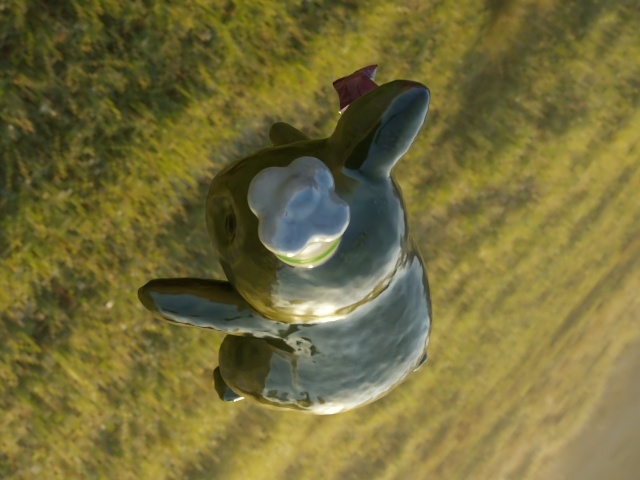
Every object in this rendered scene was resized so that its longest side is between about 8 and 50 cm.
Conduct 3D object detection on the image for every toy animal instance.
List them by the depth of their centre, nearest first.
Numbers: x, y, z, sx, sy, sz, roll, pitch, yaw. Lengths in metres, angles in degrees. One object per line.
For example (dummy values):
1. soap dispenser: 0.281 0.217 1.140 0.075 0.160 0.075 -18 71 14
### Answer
1. toy animal: -0.015 -0.003 0.820 0.181 0.180 0.363 -60 158 -24

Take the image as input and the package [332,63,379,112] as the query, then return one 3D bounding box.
1. package: 0.044 -0.177 1.352 0.059 0.083 0.029 -24 119 10
